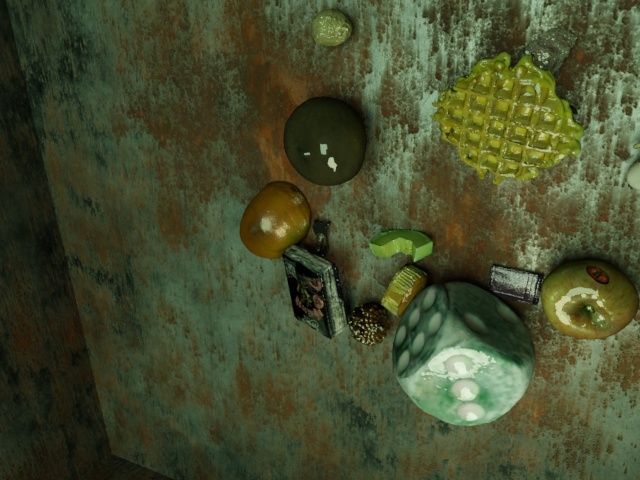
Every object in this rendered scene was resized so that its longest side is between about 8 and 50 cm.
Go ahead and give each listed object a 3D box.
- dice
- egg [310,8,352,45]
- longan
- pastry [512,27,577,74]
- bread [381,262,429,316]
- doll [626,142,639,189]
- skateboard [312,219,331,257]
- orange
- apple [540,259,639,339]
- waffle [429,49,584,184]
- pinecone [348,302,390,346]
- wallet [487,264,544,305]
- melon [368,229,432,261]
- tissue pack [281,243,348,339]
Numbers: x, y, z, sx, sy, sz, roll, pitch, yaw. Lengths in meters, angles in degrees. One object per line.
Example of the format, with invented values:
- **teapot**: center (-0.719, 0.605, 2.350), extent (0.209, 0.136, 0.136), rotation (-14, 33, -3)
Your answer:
- **dice**: center (0.446, 0.354, 1.642), extent (0.348, 0.330, 0.328), rotation (28, 120, -7)
- **egg**: center (0.033, -0.674, 1.626), extent (0.140, 0.116, 0.118), rotation (14, 143, 27)
- **longan**: center (0.020, -0.320, 1.677), extent (0.297, 0.297, 0.297), rotation (10, 114, 24)
- **pastry**: center (0.588, -0.466, 1.423), extent (0.103, 0.112, 0.265), rotation (41, 122, 16)
- **bread**: center (0.302, 0.180, 1.808), extent (0.114, 0.132, 0.190), rotation (36, 125, 28)
- **doll**: center (0.919, -0.160, 1.311), extent (0.144, 0.271, 0.208), rotation (-11, 137, -12)
- **skateboard**: center (0.000, 0.000, 1.931), extent (0.067, 0.080, 0.151), rotation (6, 114, 19)
- **orange**: center (-0.181, -0.072, 1.994), extent (0.310, 0.274, 0.274), rotation (-43, 86, 2)
- **apple**: center (0.792, 0.173, 1.520), extent (0.260, 0.194, 0.261), rotation (10, 116, 22)
- **waffle**: center (0.515, -0.326, 1.448), extent (0.382, 0.095, 0.379), rotation (44, 148, -10)
- **pinecone**: center (0.178, 0.317, 1.928), extent (0.173, 0.173, 0.174), rotation (10, 114, 24)
- **wallet**: center (0.639, 0.147, 1.685), extent (0.165, 0.030, 0.111), rotation (11, 115, 24)
- **melon**: center (0.285, 0.017, 1.772), extent (0.209, 0.118, 0.064), rotation (12, 129, 36)
- **tissue pack**: center (-0.024, 0.192, 1.947), extent (0.245, 0.123, 0.332), rotation (25, 136, 42)
